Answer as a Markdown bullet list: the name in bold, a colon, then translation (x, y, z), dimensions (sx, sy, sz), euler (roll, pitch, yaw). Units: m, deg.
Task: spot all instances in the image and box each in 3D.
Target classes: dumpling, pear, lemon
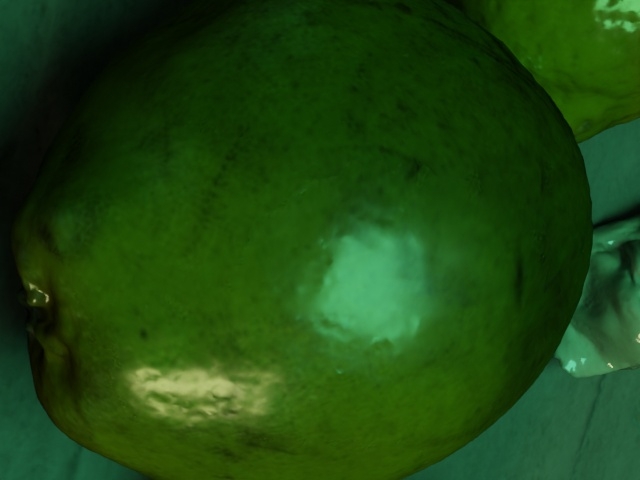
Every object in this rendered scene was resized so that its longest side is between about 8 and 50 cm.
- **dumpling**: translation (0.271, 0.041, 1.524), dimensions (0.188, 0.108, 0.127), euler (-27, 95, -8)
- **pear**: translation (0.000, 0.000, 1.178), dimensions (0.413, 0.352, 0.352), euler (-20, 115, -34)
- **lemon**: translation (0.195, -0.211, 1.314), dimensions (0.233, 0.233, 0.288), euler (10, 86, -37)
